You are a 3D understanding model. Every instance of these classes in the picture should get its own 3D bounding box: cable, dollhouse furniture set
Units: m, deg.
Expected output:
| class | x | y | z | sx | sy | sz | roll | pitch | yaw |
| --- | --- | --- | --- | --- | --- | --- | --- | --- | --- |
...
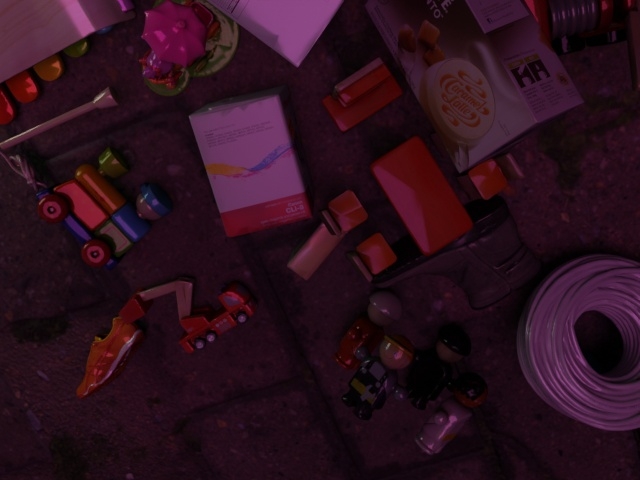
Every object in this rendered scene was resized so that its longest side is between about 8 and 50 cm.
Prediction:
| class | x | y | z | sx | sy | sz | roll | pitch | yaw |
| --- | --- | --- | --- | --- | --- | --- | --- | --- | --- |
| cable | 0.420 | 0.147 | 0.929 | 0.257 | 0.089 | 0.257 | 14 | 79 | -3 |
| dollhouse furniture set | 0.109 | -0.105 | 0.846 | 0.262 | 0.135 | 0.259 | -34 | 95 | -1 |

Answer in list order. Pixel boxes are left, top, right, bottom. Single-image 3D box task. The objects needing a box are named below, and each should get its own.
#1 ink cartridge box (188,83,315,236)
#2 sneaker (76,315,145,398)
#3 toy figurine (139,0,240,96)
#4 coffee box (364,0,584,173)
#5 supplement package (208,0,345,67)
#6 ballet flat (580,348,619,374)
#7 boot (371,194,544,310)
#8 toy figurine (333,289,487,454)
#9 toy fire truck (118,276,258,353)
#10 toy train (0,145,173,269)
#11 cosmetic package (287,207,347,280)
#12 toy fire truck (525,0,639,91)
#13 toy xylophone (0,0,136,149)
| class | x | y | z | sx | sy | sz | roll | pitch | yaw |
| --- | --- | --- | --- | --- | --- | --- | --- | --- | --- |
| ink cartridge box | -0.090 | -0.118 | 0.883 | 0.127 | 0.128 | 0.176 | -13 | 110 | 7 |
| sneaker | -0.364 | 0.198 | 1.058 | 0.067 | 0.064 | 0.175 | 41 | 103 | 9 |
| toy figurine | -0.196 | -0.256 | 0.820 | 0.130 | 0.159 | 0.173 | 39 | 108 | -11 |
| coffee box | 0.175 | -0.225 | 0.738 | 0.098 | 0.141 | 0.246 | -26 | 86 | -31 |
| supplement package | -0.062 | -0.341 | 0.764 | 0.203 | 0.194 | 0.149 | 35 | 109 | -9 |
| ballet flat | 0.455 | 0.238 | 1.017 | 0.281 | 0.095 | 0.096 | 15 | 122 | -3 |
| boot | 0.211 | 0.052 | 0.964 | 0.247 | 0.083 | 0.161 | -28 | 113 | 13 |
| toy figurine | 0.139 | 0.193 | 0.949 | 0.213 | 0.209 | 0.148 | 32 | 103 | -10 |
| toy fire truck | -0.214 | 0.108 | 1.016 | 0.192 | 0.047 | 0.135 | -32 | 105 | 13 |
| toy train | -0.349 | -0.090 | 0.925 | 0.143 | 0.105 | 0.248 | -39 | 104 | 4 |
| cosmetic package | 0.000 | 0.000 | 0.961 | 0.041 | 0.060 | 0.115 | 37 | 109 | -9 |
| toy fire truck | 0.310 | -0.257 | 0.752 | 0.217 | 0.246 | 0.158 | -11 | 109 | 6 |
| toy xylophone | -0.410 | -0.266 | 0.866 | 0.323 | 0.081 | 0.236 | -16 | 109 | 8 |
